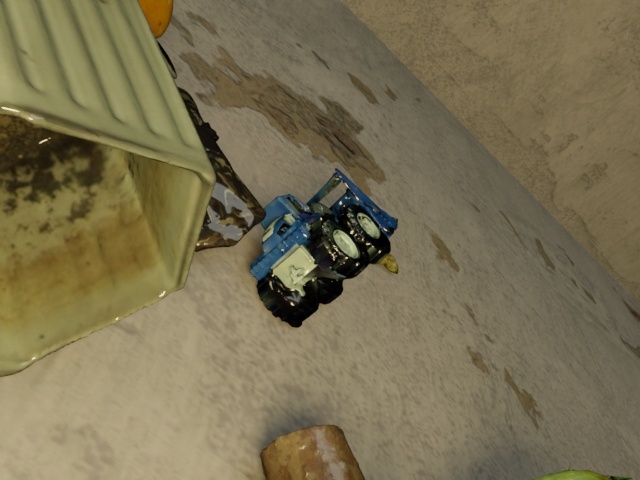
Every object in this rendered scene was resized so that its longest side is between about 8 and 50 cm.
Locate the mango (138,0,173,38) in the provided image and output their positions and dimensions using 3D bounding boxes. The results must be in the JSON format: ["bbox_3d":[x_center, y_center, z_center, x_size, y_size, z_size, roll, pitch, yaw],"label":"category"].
[{"bbox_3d":[-0.282,-0.351,0.764,0.290,0.160,0.191,48,17,-25],"label":"mango"}]

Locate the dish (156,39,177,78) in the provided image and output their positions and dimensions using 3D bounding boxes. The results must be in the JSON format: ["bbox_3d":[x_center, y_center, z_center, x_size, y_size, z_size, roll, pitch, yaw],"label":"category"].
[{"bbox_3d":[-0.272,-0.197,0.529,0.303,0.120,0.303,37,-3,3],"label":"dish"}]

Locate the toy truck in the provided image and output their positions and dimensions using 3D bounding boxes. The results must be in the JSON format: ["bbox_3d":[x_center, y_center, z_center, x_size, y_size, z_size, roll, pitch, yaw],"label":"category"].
[{"bbox_3d":[0.000,0.000,0.763,0.126,0.113,0.208,51,24,7],"label":"toy truck"}]

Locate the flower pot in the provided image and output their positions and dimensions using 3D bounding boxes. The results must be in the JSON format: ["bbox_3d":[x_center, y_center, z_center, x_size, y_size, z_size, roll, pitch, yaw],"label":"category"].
[{"bbox_3d":[-0.198,-0.052,0.400,0.189,0.239,0.209,62,-2,28],"label":"flower pot"}]

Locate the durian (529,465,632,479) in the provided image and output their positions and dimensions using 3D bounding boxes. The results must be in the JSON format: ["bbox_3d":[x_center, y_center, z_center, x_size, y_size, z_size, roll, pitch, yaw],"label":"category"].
[{"bbox_3d":[0.177,0.297,0.608,0.375,0.106,0.132,-12,37,-36],"label":"durian"}]

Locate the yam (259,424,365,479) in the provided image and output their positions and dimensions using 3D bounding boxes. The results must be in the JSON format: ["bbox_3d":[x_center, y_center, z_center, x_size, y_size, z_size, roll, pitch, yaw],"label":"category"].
[{"bbox_3d":[0.009,0.212,0.515,0.084,0.084,0.127,14,43,-51],"label":"yam"}]

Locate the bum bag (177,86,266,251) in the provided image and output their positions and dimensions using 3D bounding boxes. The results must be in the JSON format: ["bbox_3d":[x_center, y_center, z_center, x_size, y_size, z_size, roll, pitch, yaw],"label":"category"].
[{"bbox_3d":[-0.146,-0.092,0.703,0.102,0.069,0.248,-22,70,-26],"label":"bum bag"}]

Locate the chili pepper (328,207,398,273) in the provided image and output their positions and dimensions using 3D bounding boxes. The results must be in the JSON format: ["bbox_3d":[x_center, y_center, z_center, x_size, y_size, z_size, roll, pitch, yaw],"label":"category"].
[{"bbox_3d":[0.047,-0.007,0.932,0.208,0.043,0.049,24,22,-43],"label":"chili pepper"}]
